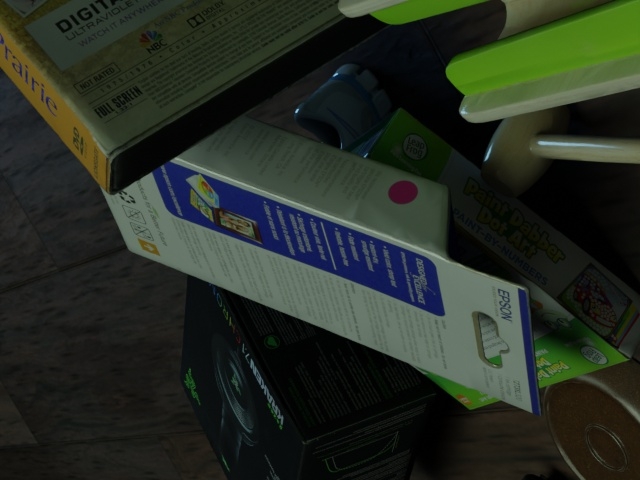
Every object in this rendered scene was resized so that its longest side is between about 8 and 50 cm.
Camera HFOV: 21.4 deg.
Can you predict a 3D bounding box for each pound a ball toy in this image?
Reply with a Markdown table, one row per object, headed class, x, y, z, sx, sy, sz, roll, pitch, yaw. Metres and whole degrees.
| class | x | y | z | sx | sy | sz | roll | pitch | yaw |
| --- | --- | --- | --- | --- | --- | --- | --- | --- | --- |
| pound a ball toy | 0.165 | -0.148 | 1.051 | 0.208 | 0.136 | 0.319 | 38 | 159 | -21 |

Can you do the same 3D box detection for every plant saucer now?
| class | x | y | z | sx | sy | sz | roll | pitch | yaw |
| --- | --- | --- | --- | --- | --- | --- | --- | --- | --- |
| plant saucer | 0.234 | 0.158 | 1.339 | 0.168 | 0.029 | 0.168 | 38 | 147 | 31 |

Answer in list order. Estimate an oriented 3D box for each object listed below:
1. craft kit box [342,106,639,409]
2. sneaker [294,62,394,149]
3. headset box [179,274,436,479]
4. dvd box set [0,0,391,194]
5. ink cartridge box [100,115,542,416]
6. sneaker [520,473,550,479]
| class | x | y | z | sx | sy | sz | roll | pitch | yaw |
| --- | --- | --- | --- | --- | --- | --- | --- | --- | --- |
| craft kit box | 0.092 | 0.025 | 1.308 | 0.246 | 0.061 | 0.250 | 40 | 154 | -10 |
| sneaker | 0.044 | -0.045 | 1.375 | 0.191 | 0.083 | 0.071 | 55 | 151 | 2 |
| headset box | -0.024 | 0.139 | 1.568 | 0.246 | 0.131 | 0.283 | 61 | 158 | 29 |
| dvd box set | -0.157 | -0.265 | 1.224 | 0.420 | 0.307 | 0.062 | 48 | 154 | 16 |
| ink cartridge box | 0.000 | 0.000 | 1.230 | 0.371 | 0.069 | 0.176 | 23 | 153 | 24 |
| sneaker | 0.197 | 0.235 | 1.438 | 0.089 | 0.051 | 0.170 | 43 | 166 | 17 |
